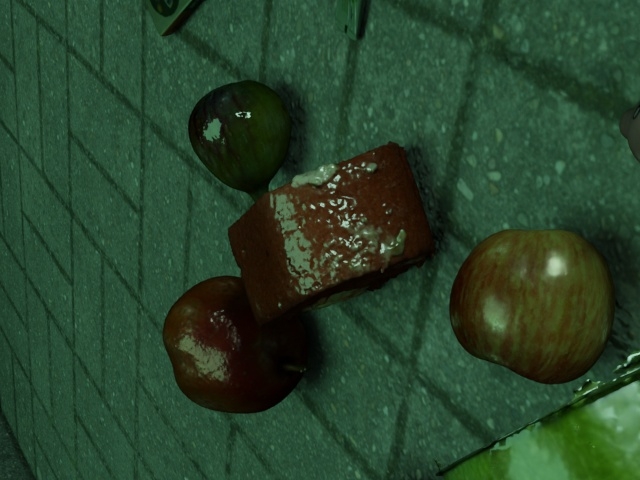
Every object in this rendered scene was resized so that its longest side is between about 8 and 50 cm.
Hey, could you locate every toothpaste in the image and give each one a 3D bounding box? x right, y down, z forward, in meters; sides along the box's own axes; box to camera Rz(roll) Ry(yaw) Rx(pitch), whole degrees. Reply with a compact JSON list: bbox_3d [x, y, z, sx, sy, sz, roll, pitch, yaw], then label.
[{"bbox_3d":[0.044,-0.314,1.003,0.048,0.029,0.197,51,143,38],"label":"toothpaste"}]

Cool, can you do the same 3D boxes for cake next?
[{"bbox_3d":[0.000,0.000,1.042,0.283,0.177,0.150,-28,76,59],"label":"cake"}]

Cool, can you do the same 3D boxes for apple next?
[{"bbox_3d":[0.185,0.053,0.796,0.146,0.146,0.131,17,92,55],"label":"apple"}]

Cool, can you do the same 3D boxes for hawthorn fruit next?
[{"bbox_3d":[-0.097,0.150,1.260,0.225,0.197,0.196,15,114,39],"label":"hawthorn fruit"}]

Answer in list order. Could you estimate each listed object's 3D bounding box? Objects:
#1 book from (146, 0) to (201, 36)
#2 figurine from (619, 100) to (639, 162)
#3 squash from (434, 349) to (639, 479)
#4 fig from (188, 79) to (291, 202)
[{"bbox_3d":[-0.194,-0.486,1.316,0.371,0.043,0.260,-24,81,58],"label":"book"},{"bbox_3d":[0.268,-0.082,0.685,0.067,0.071,0.083,48,-177,-43],"label":"figurine"},{"bbox_3d":[0.264,0.276,0.635,0.384,0.263,0.263,65,147,21],"label":"squash"},{"bbox_3d":[-0.089,-0.088,1.216,0.149,0.149,0.245,1,114,58],"label":"fig"}]
